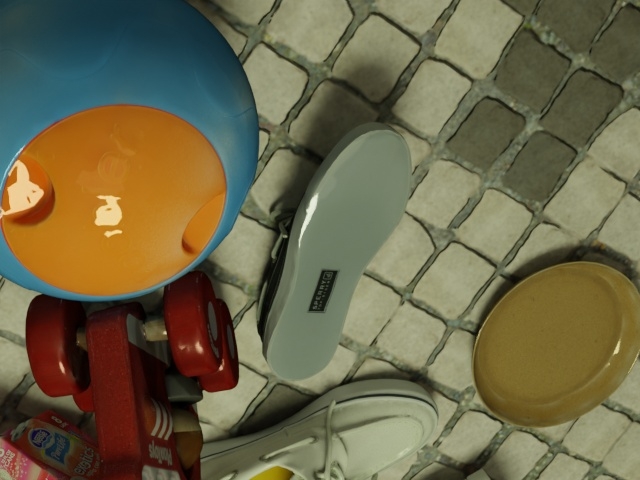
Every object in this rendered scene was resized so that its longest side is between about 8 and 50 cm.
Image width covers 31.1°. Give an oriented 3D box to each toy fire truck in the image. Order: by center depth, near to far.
[{"bbox_3d":[-0.168,0.179,1.133,0.170,0.302,0.253,-8,74,2],"label":"toy fire truck"}]

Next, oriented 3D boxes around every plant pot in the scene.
[{"bbox_3d":[0.291,0.126,1.430,0.236,0.032,0.236,-8,118,-15],"label":"plant pot"}]

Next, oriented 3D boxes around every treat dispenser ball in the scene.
[{"bbox_3d":[-0.198,-0.090,1.011,0.288,0.288,0.288,-8,117,-15],"label":"treat dispenser ball"}]

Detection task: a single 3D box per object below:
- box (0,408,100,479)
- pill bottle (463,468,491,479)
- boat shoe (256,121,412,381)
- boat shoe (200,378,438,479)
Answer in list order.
[{"bbox_3d":[-0.325,0.328,1.243,0.128,0.122,0.256,33,104,8],"label":"box"},{"bbox_3d":[0.148,0.373,1.456,0.187,0.112,0.112,-31,121,-1],"label":"pill bottle"},{"bbox_3d":[0.004,0.001,1.232,0.113,0.105,0.306,3,120,-24],"label":"boat shoe"},{"bbox_3d":[-0.019,0.277,1.327,0.367,0.156,0.135,-15,119,-11],"label":"boat shoe"}]
